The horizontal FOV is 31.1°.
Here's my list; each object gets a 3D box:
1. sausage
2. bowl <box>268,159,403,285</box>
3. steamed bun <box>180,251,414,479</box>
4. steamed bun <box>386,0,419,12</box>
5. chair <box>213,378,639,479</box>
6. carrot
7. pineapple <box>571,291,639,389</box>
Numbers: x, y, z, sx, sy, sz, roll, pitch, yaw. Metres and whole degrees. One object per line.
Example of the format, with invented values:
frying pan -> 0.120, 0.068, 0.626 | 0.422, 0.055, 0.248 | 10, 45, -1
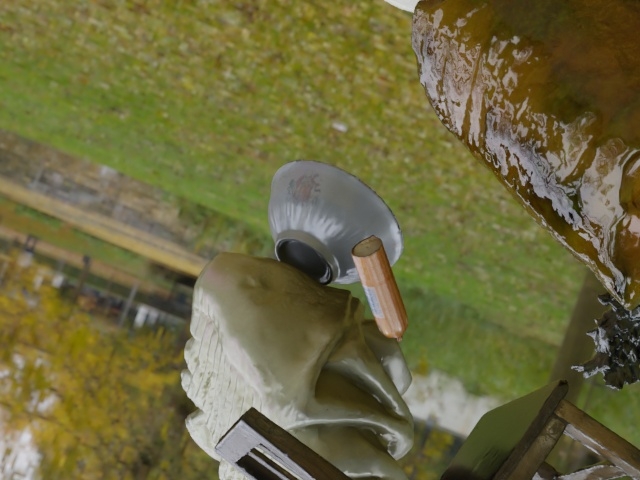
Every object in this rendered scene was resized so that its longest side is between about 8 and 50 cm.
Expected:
sausage -> 0.056, 0.048, 1.026 | 0.031, 0.031, 0.107 | 14, 135, 44
bowl -> 0.000, 0.000, 1.410 | 0.189, 0.086, 0.189 | 24, 146, 18
steamed bun -> -0.011, 0.194, 1.358 | 0.247, 0.339, 0.352 | -18, -134, -30
steamed bun -> 0.159, -0.431, 1.579 | 0.231, 0.232, 0.145 | 18, -144, 26
chair -> 0.139, 0.232, 1.105 | 0.416, 0.240, 0.203 | 41, 158, 0
carrot -> 0.266, -0.121, 1.094 | 0.241, 0.241, 0.341 | 29, -159, -52
pineapple -> 0.460, 0.036, 1.599 | 0.202, 0.362, 0.202 | 27, -176, -2
